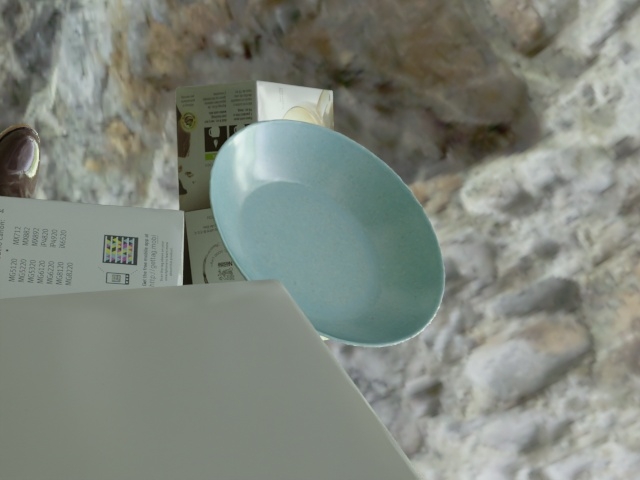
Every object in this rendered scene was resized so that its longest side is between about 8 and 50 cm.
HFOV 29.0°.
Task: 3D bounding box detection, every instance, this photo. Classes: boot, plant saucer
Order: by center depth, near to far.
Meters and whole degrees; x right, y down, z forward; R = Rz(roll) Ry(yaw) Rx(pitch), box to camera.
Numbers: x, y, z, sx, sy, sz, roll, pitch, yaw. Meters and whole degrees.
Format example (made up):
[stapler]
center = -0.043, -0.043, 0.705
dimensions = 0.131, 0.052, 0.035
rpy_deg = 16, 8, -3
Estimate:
[plant saucer]
center = 0.000, 0.000, 0.888
dimensions = 0.195, 0.195, 0.037
rpy_deg = 15, -41, -26
[boot]
center = -0.388, -0.016, 1.627
dimensions = 0.090, 0.207, 0.248
rpy_deg = 17, -84, -46

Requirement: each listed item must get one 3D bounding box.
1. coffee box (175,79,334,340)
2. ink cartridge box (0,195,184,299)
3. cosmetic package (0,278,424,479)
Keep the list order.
[coffee box]
center = -0.070, -0.026, 1.419
dimensions = 0.119, 0.297, 0.168
rpy_deg = -2, 0, 31
[ink cartridge box]
center = -0.280, 0.097, 1.175
dimensions = 0.272, 0.130, 0.309
rpy_deg = 5, -35, -11
[cosmetic package]
center = -0.039, 0.164, 0.393
dimensions = 0.155, 0.365, 0.197
rpy_deg = -4, -72, -17
